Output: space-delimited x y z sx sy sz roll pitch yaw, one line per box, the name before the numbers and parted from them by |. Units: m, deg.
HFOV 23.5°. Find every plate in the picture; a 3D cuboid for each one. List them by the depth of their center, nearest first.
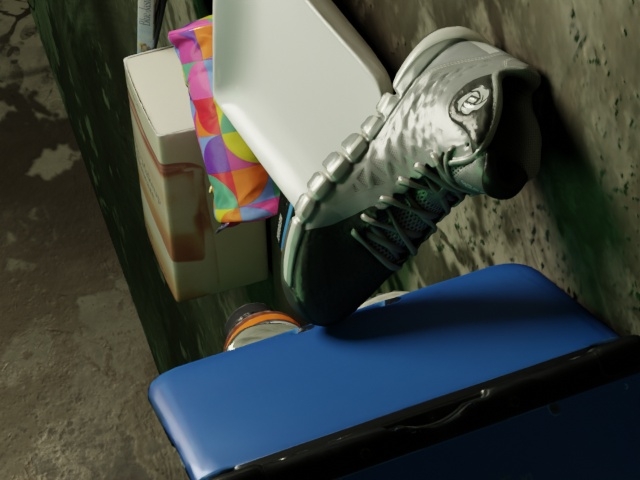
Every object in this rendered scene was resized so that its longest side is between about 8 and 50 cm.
plate | -0.014 -0.138 1.392 0.277 0.045 0.278 54 157 29

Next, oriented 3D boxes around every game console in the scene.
game console | 0.066 0.156 0.987 0.173 0.293 0.250 136 116 -76

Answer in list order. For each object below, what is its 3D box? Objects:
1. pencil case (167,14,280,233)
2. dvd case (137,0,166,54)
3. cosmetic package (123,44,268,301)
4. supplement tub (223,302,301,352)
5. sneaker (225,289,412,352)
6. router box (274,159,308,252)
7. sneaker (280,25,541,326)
pencil case | -0.096 -0.128 1.673 0.104 0.104 0.236 -159 56 -72
dvd case | -0.184 -0.341 1.767 0.253 0.022 0.180 105 174 -64
cosmetic package | -0.148 -0.083 1.870 0.296 0.129 0.153 89 161 -47
supplement tub | -0.052 0.153 1.820 0.198 0.106 0.106 -127 24 -54
sneaker | 0.047 0.117 1.164 0.122 0.283 0.110 21 110 33
router box | 0.000 0.000 1.566 0.179 0.046 0.133 101 149 -61
sneaker | 0.067 -0.031 1.006 0.086 0.229 0.132 29 -178 -35
